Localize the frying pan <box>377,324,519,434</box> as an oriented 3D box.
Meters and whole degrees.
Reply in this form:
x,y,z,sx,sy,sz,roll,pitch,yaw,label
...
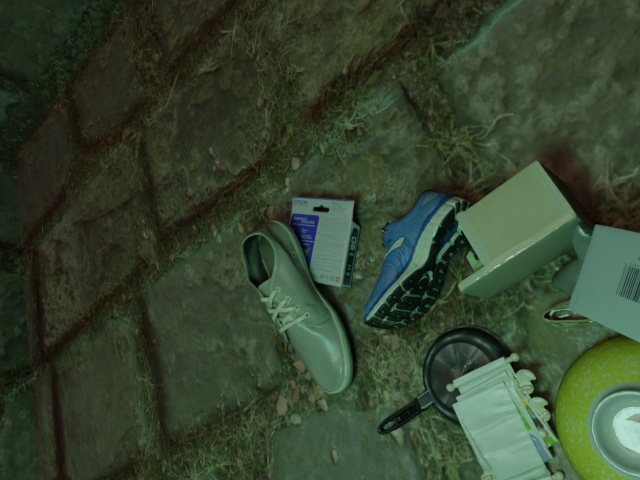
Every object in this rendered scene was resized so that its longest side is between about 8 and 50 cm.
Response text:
x,y,z,sx,sy,sz,roll,pitch,yaw,label
0.231,0.280,1.082,0.326,0.053,0.197,-17,70,33,frying pan

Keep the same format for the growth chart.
x,y,z,sx,sy,sz,roll,pitch,yaw,label
0.331,0.333,0.963,0.171,0.021,0.237,-25,78,26,growth chart

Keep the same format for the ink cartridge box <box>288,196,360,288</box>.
x,y,z,sx,sy,sz,roll,pitch,yaw,label
0.000,0.000,1.333,0.206,0.045,0.208,8,88,41,ink cartridge box

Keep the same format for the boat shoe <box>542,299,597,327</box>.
x,y,z,sx,sy,sz,roll,pitch,yaw,label
0.460,0.115,0.921,0.153,0.048,0.056,-19,69,36,boat shoe

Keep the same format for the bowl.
x,y,z,sx,sy,sz,roll,pitch,yaw,label
0.481,0.279,0.799,0.289,0.156,0.290,-9,75,38,bowl

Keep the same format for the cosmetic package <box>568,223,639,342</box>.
x,y,z,sx,sy,sz,roll,pitch,yaw,label
0.504,0.084,0.705,0.224,0.224,0.138,-136,60,-75,cosmetic package

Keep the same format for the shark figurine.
x,y,z,sx,sy,sz,roll,pitch,yaw,label
0.465,-0.005,0.852,0.116,0.166,0.278,42,117,-1,shark figurine

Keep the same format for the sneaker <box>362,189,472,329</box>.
x,y,z,sx,sy,sz,roll,pitch,yaw,label
0.187,0.040,1.137,0.330,0.129,0.147,-59,37,10,sneaker

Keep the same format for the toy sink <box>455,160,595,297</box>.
x,y,z,sx,sy,sz,roll,pitch,yaw,label
0.345,-0.014,0.978,0.234,0.152,0.131,-40,58,28,toy sink

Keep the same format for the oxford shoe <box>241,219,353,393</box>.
x,y,z,sx,sy,sz,roll,pitch,yaw,label
-0.068,0.156,1.269,0.169,0.130,0.450,-38,71,36,oxford shoe
